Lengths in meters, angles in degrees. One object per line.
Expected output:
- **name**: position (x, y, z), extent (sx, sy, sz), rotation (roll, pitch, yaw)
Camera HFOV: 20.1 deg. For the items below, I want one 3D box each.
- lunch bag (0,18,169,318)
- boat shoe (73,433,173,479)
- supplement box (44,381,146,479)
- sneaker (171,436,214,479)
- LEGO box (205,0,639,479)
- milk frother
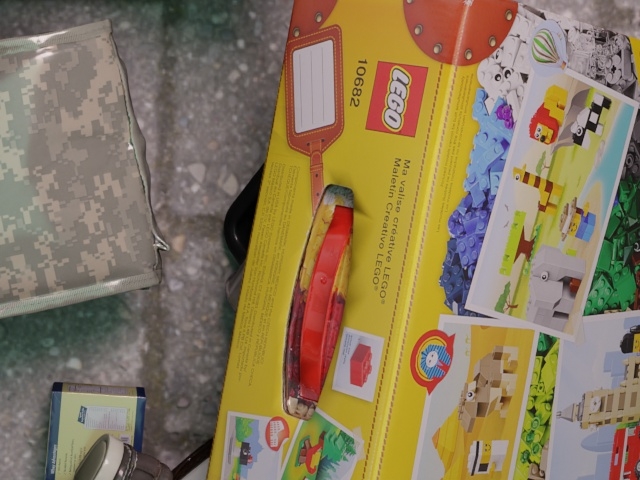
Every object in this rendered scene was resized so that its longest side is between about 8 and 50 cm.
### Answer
- **lunch bag**: position (-0.284, -0.050, 1.531), extent (0.287, 0.169, 0.235), rotation (-11, 95, -2)
- **boat shoe**: position (-0.208, 0.264, 1.574), extent (0.068, 0.081, 0.228), rotation (25, 124, -18)
- **supplement box**: position (-0.201, 0.173, 1.611), extent (0.083, 0.056, 0.083), rotation (5, 93, -7)
- **sneaker**: position (-0.026, 0.204, 1.609), extent (0.290, 0.106, 0.123), rotation (-33, 95, -5)
- **LEGO box**: position (0.128, 0.064, 1.490), extent (0.372, 0.193, 0.500), rotation (7, 94, -43)
- **milk frother**: position (0.000, 0.000, 1.610), extent (0.143, 0.129, 0.135), rotation (9, 132, -35)
